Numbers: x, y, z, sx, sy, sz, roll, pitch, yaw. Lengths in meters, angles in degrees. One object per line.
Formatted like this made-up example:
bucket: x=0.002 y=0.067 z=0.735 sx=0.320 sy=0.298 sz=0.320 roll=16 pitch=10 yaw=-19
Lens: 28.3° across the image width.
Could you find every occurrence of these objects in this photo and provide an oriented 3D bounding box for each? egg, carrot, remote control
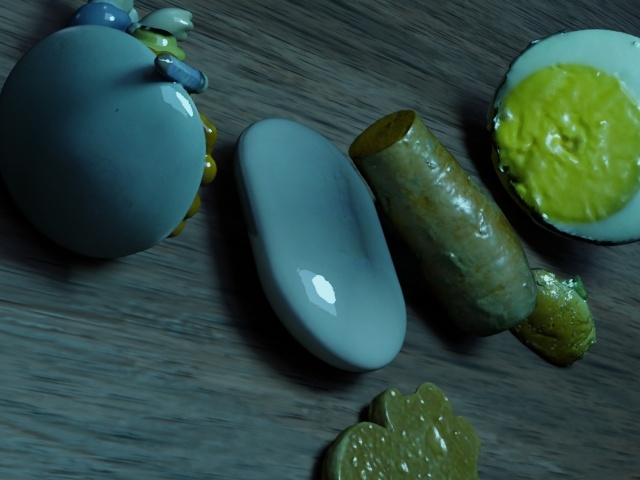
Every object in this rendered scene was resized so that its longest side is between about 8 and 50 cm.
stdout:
egg: x=0.413 y=-0.148 z=1.925 sx=0.337 sy=0.337 sz=0.201 roll=56 pitch=4 yaw=7
carrot: x=0.160 y=-0.018 z=1.568 sx=0.302 sy=0.138 sz=0.139 roll=58 pitch=30 yaw=-20
remote control: x=0.000 y=0.000 z=1.434 sx=0.221 sy=0.103 sz=0.332 roll=25 pitch=41 yaw=-45

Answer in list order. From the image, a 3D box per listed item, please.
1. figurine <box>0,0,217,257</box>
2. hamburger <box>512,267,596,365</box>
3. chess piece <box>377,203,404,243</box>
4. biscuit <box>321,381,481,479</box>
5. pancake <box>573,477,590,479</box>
figurine: x=-0.224 y=-0.139 z=1.289 sx=0.205 sy=0.224 sz=0.382 roll=9 pitch=23 yaw=-18
hamburger: x=0.315 y=0.097 z=1.720 sx=0.176 sy=0.102 sz=0.087 roll=42 pitch=47 yaw=-14
chess piece: x=0.112 y=-0.034 z=1.659 sx=0.083 sy=0.038 sz=0.084 roll=32 pitch=36 yaw=-27
biscuit: x=0.094 y=0.260 z=1.355 sx=0.202 sy=0.044 sz=0.289 roll=46 pitch=32 yaw=-9
pancake: x=0.350 y=0.352 z=1.600 sx=0.115 sy=0.011 sz=0.115 roll=31 pitch=39 yaw=-30
